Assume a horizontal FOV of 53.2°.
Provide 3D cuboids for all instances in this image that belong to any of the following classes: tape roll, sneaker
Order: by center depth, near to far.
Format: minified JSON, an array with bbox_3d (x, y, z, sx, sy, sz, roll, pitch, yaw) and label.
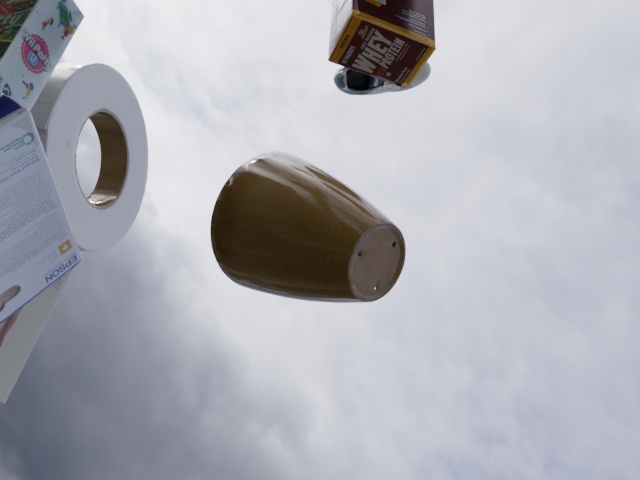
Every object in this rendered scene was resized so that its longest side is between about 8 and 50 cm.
[{"bbox_3d":[-0.477,-0.170,1.323,0.072,0.392,0.392,5,-59,13],"label":"tape roll"},{"bbox_3d":[0.150,-0.383,1.506,0.086,0.237,0.085,-112,-164,-63],"label":"sneaker"}]

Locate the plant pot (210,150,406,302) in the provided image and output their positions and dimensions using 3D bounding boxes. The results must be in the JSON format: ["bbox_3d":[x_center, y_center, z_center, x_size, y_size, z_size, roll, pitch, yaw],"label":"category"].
[{"bbox_3d":[0.000,0.000,0.985,0.254,0.237,0.237,21,-53,45],"label":"plant pot"}]

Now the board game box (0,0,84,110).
[{"bbox_3d":[-0.545,-0.279,1.013,0.224,0.303,0.097,5,-29,19],"label":"board game box"}]

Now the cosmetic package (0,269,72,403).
[{"bbox_3d":[-0.627,0.150,1.235,0.153,0.296,0.129,-7,-36,35],"label":"cosmetic package"}]

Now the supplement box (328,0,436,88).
[{"bbox_3d":[0.131,-0.462,1.363,0.129,0.191,0.194,129,-29,-53],"label":"supplement box"}]

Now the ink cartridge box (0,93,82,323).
[{"bbox_3d":[-0.515,0.008,0.895,0.071,0.324,0.330,32,-35,19],"label":"ink cartridge box"}]
